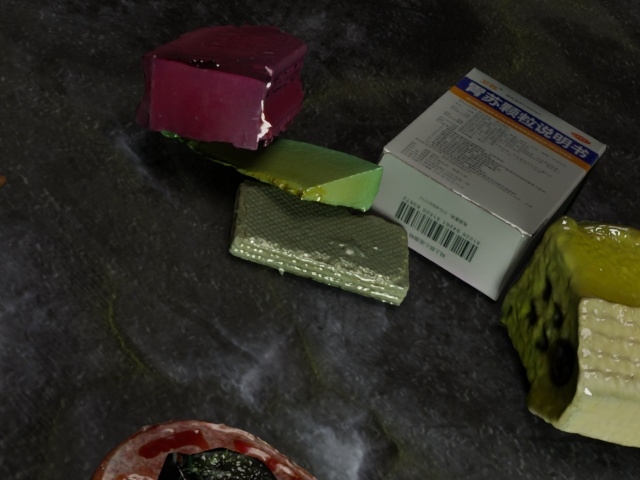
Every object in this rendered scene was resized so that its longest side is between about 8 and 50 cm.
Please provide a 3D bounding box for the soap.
[{"bbox_3d":[-0.102,-0.182,1.736,0.162,0.099,0.250,6,17,11],"label":"soap"}]

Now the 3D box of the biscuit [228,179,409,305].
[{"bbox_3d":[0.000,0.000,1.652,0.199,0.041,0.121,17,36,-9],"label":"biscuit"}]

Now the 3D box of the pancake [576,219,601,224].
[{"bbox_3d":[0.356,0.016,1.859,0.116,0.023,0.129,22,35,1],"label":"pancake"}]

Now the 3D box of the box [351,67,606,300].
[{"bbox_3d":[0.196,-0.074,1.812,0.200,0.106,0.299,32,34,11],"label":"box"}]

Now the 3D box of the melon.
[{"bbox_3d":[-0.065,-0.083,1.695,0.261,0.053,0.114,18,29,21],"label":"melon"}]

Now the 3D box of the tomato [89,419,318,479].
[{"bbox_3d":[-0.081,0.253,1.217,0.236,0.095,0.237,14,32,-9],"label":"tomato"}]

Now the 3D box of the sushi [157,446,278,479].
[{"bbox_3d":[-0.071,0.203,1.159,0.083,0.056,0.084,-6,38,-48],"label":"sushi"}]

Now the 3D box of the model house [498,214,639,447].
[{"bbox_3d":[0.318,0.114,1.570,0.193,0.175,0.234,13,33,-17],"label":"model house"}]

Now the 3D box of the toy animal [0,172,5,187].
[{"bbox_3d":[-0.450,-0.086,1.475,0.229,0.066,0.224,-14,49,-35],"label":"toy animal"}]
